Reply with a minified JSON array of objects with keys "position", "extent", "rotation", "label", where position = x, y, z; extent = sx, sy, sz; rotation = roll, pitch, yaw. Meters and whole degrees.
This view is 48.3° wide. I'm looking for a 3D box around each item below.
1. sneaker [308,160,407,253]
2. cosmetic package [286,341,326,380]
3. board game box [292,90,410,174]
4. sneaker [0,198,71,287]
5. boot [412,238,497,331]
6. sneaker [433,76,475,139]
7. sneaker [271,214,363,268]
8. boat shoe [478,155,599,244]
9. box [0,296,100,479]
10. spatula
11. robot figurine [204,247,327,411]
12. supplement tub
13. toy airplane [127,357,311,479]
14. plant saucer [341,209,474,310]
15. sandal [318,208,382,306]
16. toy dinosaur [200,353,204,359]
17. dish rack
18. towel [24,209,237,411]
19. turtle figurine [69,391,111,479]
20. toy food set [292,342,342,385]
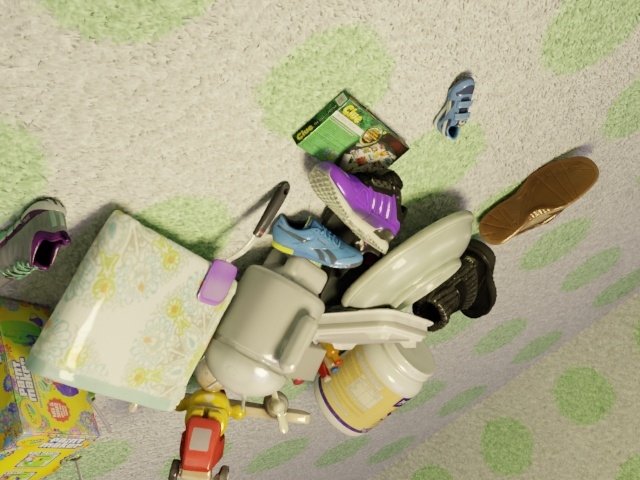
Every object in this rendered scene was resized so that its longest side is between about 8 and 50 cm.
[{"position":[0.091,-0.102,1.465],"extent":[0.146,0.102,0.293],"rotation":[-50,139,-4],"label":"sneaker"},{"position":[-0.108,0.295,1.883],"extent":[0.238,0.127,0.107],"rotation":[26,89,-51],"label":"cosmetic package"},{"position":[0.068,-0.193,1.420],"extent":[0.136,0.030,0.259],"rotation":[-37,149,18],"label":"board game box"},{"position":[-0.508,0.031,1.210],"extent":[0.223,0.098,0.083],"rotation":[-42,147,21],"label":"sneaker"},{"position":[0.384,0.179,2.054],"extent":[0.260,0.131,0.348],"rotation":[-47,146,-23],"label":"boot"},{"position":[0.283,-0.268,1.454],"extent":[0.053,0.059,0.144],"rotation":[-10,144,-25],"label":"sneaker"},{"position":[0.000,0.000,1.543],"extent":[0.209,0.069,0.082],"rotation":[16,114,-8],"label":"sneaker"},{"position":[0.584,-0.101,1.911],"extent":[0.342,0.123,0.123],"rotation":[-39,162,16],"label":"boat shoe"},{"position":[-0.610,0.311,1.356],"extent":[0.279,0.290,0.177],"rotation":[-38,148,17],"label":"box"},{"position":[-0.148,0.006,1.452],"extent":[0.296,0.030,0.084],"rotation":[-53,145,4],"label":"spatula"},{"position":[-0.124,0.194,1.579],"extent":[0.199,0.300,0.354],"rotation":[36,78,-35],"label":"robot figurine"},{"position":[0.166,0.423,2.210],"extent":[0.331,0.241,0.241],"rotation":[-43,147,24],"label":"supplement tub"},{"position":[-0.271,0.404,1.785],"extent":[0.386,0.384,0.273],"rotation":[-9,115,-45],"label":"toy airplane"},{"position":[0.241,0.081,1.797],"extent":[0.400,0.101,0.400],"rotation":[-32,165,-10],"label":"plant saucer"},{"position":[0.088,0.039,1.703],"extent":[0.167,0.107,0.446],"rotation":[-19,148,-17],"label":"sandal"},{"position":[-0.285,0.246,1.779],"extent":[0.092,0.053,0.183],"rotation":[-39,159,-13],"label":"toy dinosaur"},{"position":[0.107,0.243,1.903],"extent":[0.332,0.072,0.285],"rotation":[-7,163,32],"label":"dish rack"},{"position":[-0.347,0.152,1.389],"extent":[0.374,0.090,0.321],"rotation":[38,75,-53],"label":"towel"},{"position":[-0.547,0.394,1.632],"extent":[0.266,0.274,0.198],"rotation":[-56,174,32],"label":"turtle figurine"},{"position":[-0.028,0.380,2.119],"extent":[0.232,0.105,0.111],"rotation":[-38,148,15],"label":"toy food set"}]
